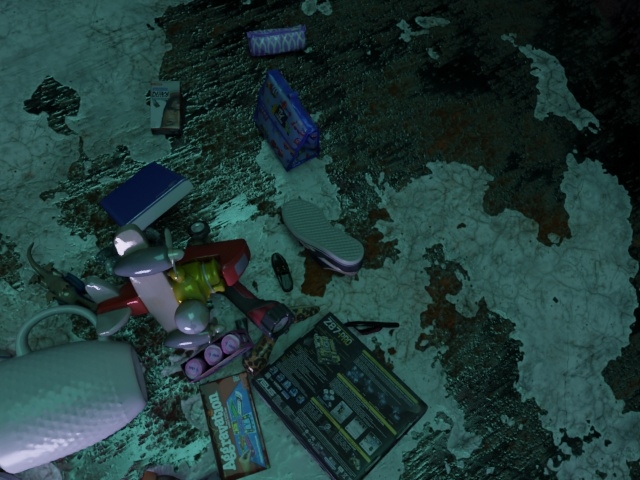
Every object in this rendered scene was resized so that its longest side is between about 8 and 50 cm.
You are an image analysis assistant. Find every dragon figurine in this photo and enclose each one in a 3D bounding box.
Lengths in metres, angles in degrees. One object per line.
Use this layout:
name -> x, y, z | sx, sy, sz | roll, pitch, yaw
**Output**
dragon figurine -> -0.738, 0.133, 1.425 | 0.289, 0.144, 0.085 | 36, 75, 20

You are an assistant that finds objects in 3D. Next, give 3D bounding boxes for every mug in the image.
mug -> -0.648, 0.352, 1.291 | 0.328, 0.276, 0.373 | -15, 85, -17

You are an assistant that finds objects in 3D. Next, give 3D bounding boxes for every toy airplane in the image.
toy airplane -> -0.389, 0.144, 1.278 | 0.272, 0.386, 0.384 | 46, 112, 38

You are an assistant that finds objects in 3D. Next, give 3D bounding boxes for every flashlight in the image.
flashlight -> -0.209, 0.159, 1.451 | 0.304, 0.103, 0.103 | 39, 110, 28

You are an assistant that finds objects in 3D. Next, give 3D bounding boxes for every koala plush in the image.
koala plush -> -0.518, 0.035, 1.413 | 0.203, 0.221, 0.196 | 44, 74, 2

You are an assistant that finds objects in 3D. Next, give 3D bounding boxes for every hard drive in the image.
hard drive -> -0.505, -0.128, 1.423 | 0.210, 0.319, 0.040 | -43, 124, -15

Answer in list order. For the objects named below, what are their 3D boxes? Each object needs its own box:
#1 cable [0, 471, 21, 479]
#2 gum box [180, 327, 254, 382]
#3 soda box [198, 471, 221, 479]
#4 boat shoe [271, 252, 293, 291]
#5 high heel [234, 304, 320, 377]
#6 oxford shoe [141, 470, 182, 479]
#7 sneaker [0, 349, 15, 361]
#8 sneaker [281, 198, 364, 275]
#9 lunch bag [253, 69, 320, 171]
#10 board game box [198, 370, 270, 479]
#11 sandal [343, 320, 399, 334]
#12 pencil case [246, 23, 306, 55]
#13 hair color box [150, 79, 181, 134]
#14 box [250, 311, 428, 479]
cable -> -0.867, 0.727, 1.271 | 0.257, 0.089, 0.256 | -1, 77, -10
gum box -> -0.285, 0.320, 1.411 | 0.188, 0.107, 0.062 | -35, 77, 9
soda box -> -0.276, 0.755, 1.361 | 0.074, 0.069, 0.216 | -30, 83, 10
boat shoe -> -0.118, 0.097, 1.560 | 0.049, 0.042, 0.132 | -18, 80, -11
high heel -> -0.112, 0.299, 1.492 | 0.261, 0.093, 0.186 | -13, 83, -5
oxford shoe -> -0.442, 0.800, 1.295 | 0.133, 0.130, 0.363 | 14, 84, -10
sneaker -> -0.973, 0.369, 1.337 | 0.305, 0.114, 0.152 | -8, 93, -7
sneaker -> 0.000, 0.000, 1.568 | 0.126, 0.127, 0.321 | -38, 61, -21
lunch bag -> -0.090, -0.379, 1.539 | 0.138, 0.293, 0.220 | -31, 84, -15
board game box -> -0.250, 0.538, 1.447 | 0.145, 0.027, 0.281 | -14, 80, -11
sandal -> 0.160, 0.274, 1.556 | 0.179, 0.067, 0.040 | 4, 88, -11
pencil case -> -0.147, -0.684, 1.705 | 0.206, 0.088, 0.086 | -15, 82, -11
hair color box -> -0.497, -0.428, 1.608 | 0.093, 0.053, 0.167 | -2, 79, -11
box -> 0.047, 0.440, 1.402 | 0.318, 0.097, 0.395 | -40, 64, -18
